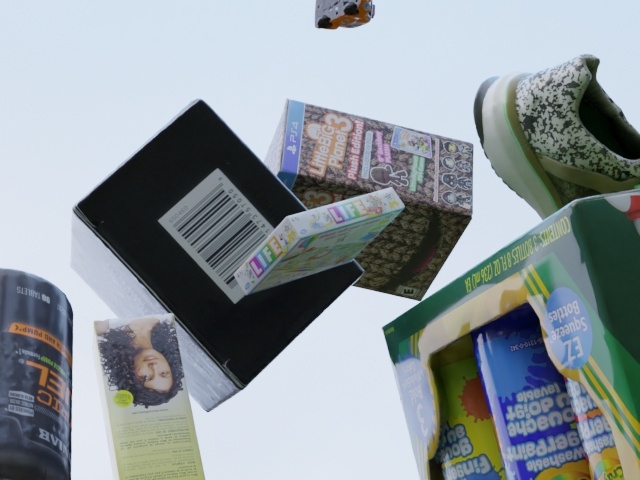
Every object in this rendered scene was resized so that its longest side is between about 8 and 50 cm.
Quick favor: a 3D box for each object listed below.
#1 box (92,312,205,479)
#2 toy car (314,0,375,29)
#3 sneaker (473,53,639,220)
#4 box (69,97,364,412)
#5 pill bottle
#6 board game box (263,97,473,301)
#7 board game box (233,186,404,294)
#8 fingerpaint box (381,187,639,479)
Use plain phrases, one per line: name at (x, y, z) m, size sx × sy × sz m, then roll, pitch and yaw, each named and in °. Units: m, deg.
box at (-0.168, 0.183, 1.386) m, size 0.087 × 0.232 × 0.058 m, roll -6°, pitch -35°, yaw -16°
toy car at (0.019, -0.212, 1.101) m, size 0.040 × 0.122 × 0.060 m, roll 17°, pitch -39°, yaw -36°
sneaker at (0.359, -0.050, 1.647) m, size 0.410 × 0.158 × 0.182 m, roll 47°, pitch -41°, yaw -12°
box at (-0.150, 0.035, 1.828) m, size 0.212 × 0.293 × 0.395 m, roll -43°, pitch -1°, yaw -15°
pill bottle at (-0.267, 0.153, 1.153) m, size 0.130 × 0.245 × 0.130 m, roll -5°, pitch -39°, yaw -4°
board game box at (0.054, -0.055, 2.108) m, size 0.291 × 0.141 × 0.232 m, roll 13°, pitch -38°, yaw -9°
board game box at (0.000, 0.000, 1.390) m, size 0.154 × 0.026 × 0.103 m, roll -16°, pitch -22°, yaw -46°
fingerpaint box at (0.233, 0.192, 1.250) m, size 0.163 × 0.371 × 0.445 m, roll -9°, pitch -12°, yaw -20°
